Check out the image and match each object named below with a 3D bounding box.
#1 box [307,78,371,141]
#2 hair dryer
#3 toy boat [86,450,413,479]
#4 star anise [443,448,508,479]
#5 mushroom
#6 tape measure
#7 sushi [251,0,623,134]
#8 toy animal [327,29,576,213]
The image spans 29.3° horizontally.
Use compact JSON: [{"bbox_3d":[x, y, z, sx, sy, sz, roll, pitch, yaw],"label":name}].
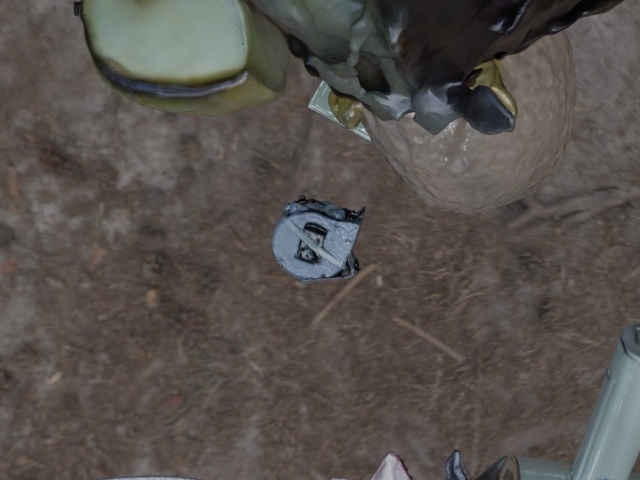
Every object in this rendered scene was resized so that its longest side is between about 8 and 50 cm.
[{"bbox_3d":[0.097,-0.229,1.432,0.129,0.086,0.225,28,115,-9],"label":"box"},{"bbox_3d":[0.263,0.162,1.031,0.173,0.108,0.357,6,130,-2],"label":"hair dryer"},{"bbox_3d":[-0.115,0.163,0.504,0.318,0.072,0.219,-41,98,-2],"label":"toy boat"},{"bbox_3d":[0.209,0.388,1.717,0.061,0.180,0.205,0,116,61],"label":"star anise"},{"bbox_3d":[-0.164,-0.275,1.499,0.217,0.212,0.292,-14,79,20],"label":"mushroom"},{"bbox_3d":[-0.002,0.001,1.282,0.094,0.054,0.091,8,112,9],"label":"tape measure"},{"bbox_3d":[0.077,-0.247,0.673,0.294,0.299,0.281,-35,46,-20],"label":"sushi"},{"bbox_3d":[0.120,-0.141,1.068,0.188,0.358,0.226,1,55,34],"label":"toy animal"}]
